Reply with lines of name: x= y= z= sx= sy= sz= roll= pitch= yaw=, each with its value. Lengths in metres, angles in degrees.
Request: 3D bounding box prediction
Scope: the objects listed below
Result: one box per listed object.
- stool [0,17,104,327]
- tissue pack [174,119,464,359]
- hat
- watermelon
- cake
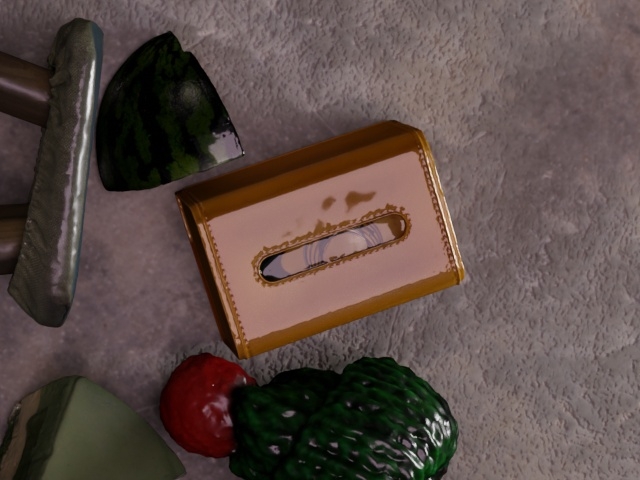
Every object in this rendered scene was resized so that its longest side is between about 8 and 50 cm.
stool: x=-0.348 y=-0.083 z=1.583 sx=0.226 sy=0.310 sz=0.310 roll=6 pitch=95 yaw=-13
tissue pack: x=0.000 y=0.000 z=1.761 sx=0.274 sy=0.145 sz=0.194 roll=-20 pitch=104 yaw=-8
hat: x=-0.021 y=0.213 z=1.760 sx=0.332 sy=0.274 sz=0.242 roll=26 pitch=81 yaw=13
watermelon: x=-0.162 y=-0.126 z=1.703 sx=0.137 sy=0.145 sz=0.193 roll=20 pitch=94 yaw=-20
cake: x=-0.316 y=0.274 z=1.666 sx=0.283 sy=0.158 sz=0.172 roll=-37 pitch=93 yaw=-39
